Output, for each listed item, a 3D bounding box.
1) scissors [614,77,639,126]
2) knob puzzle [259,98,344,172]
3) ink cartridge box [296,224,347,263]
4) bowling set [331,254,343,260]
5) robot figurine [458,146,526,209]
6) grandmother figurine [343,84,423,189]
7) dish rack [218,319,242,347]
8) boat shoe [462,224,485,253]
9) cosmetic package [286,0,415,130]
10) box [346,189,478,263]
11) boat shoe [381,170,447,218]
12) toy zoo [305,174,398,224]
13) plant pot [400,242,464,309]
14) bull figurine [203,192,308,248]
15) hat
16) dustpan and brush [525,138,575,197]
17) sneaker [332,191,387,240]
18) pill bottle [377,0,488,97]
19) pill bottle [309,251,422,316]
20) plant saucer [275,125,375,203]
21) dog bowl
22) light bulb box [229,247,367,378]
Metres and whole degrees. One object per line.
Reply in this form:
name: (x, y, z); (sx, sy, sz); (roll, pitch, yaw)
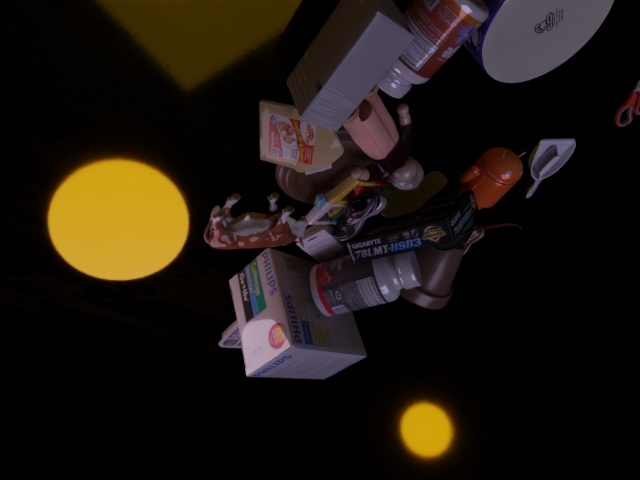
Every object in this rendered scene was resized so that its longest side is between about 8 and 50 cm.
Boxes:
scissors: (0.871, -0.414, 1.197); (0.109, 0.021, 0.297); (-29, 148, 21)
knob puzzle: (-0.040, -0.229, 0.977); (0.213, 0.030, 0.213); (11, 144, 8)
ink cartridge box: (0.000, 0.000, 1.380); (0.104, 0.061, 0.181); (-27, 148, 15)
bowling set: (0.187, 0.079, 1.478); (0.154, 0.199, 0.287); (17, 131, -41)
robot figurine: (0.498, -0.183, 1.275); (0.158, 0.128, 0.219); (32, 137, 1)
grandmother figurine: (0.154, -0.223, 1.035); (0.208, 0.104, 0.342); (-44, 139, 9)
dish rack: (-0.238, 0.346, 1.797); (0.286, 0.072, 0.333); (13, 137, -39)
boat shoe: (0.542, 0.003, 1.656); (0.060, 0.064, 0.178); (15, 130, -34)
cosmetic package: (0.048, -0.339, 0.814); (0.107, 0.127, 0.238); (9, 138, -35)
box: (0.266, -0.040, 1.223); (0.296, 0.073, 0.293); (-15, -168, 36)
boat shoe: (0.269, -0.119, 1.267); (0.233, 0.084, 0.079); (-29, 161, -20)
toy zoo: (0.087, -0.109, 1.201); (0.192, 0.030, 0.293); (-40, 160, 31)
plant pot: (0.393, 0.079, 1.552); (0.263, 0.263, 0.229); (7, 124, -34)
bull figurine: (-0.164, -0.042, 1.201); (0.311, 0.101, 0.188); (-9, 144, -18)
hat: (0.448, -0.055, 1.345); (0.209, 0.173, 0.183); (-34, -168, -13)
dustpan and brush: (0.704, -0.223, 1.377); (0.147, 0.060, 0.211); (-6, 147, -19)
sneaker: (0.089, -0.074, 1.167); (0.077, 0.072, 0.178); (14, 127, -49)
pill bottle: (0.195, -0.380, 0.821); (0.121, 0.121, 0.216); (8, 146, -35)
pill bottle: (0.142, 0.118, 1.346); (0.319, 0.176, 0.176); (-18, 150, 21)
plant saucer: (0.022, -0.183, 1.129); (0.278, 0.041, 0.277); (-12, 148, -7)
dog bowl: (0.416, -0.448, 0.843); (0.265, 0.104, 0.264); (-12, 148, -8)
light bulb box: (-0.079, 0.259, 1.466); (0.225, 0.357, 0.361); (-38, 142, 27)
